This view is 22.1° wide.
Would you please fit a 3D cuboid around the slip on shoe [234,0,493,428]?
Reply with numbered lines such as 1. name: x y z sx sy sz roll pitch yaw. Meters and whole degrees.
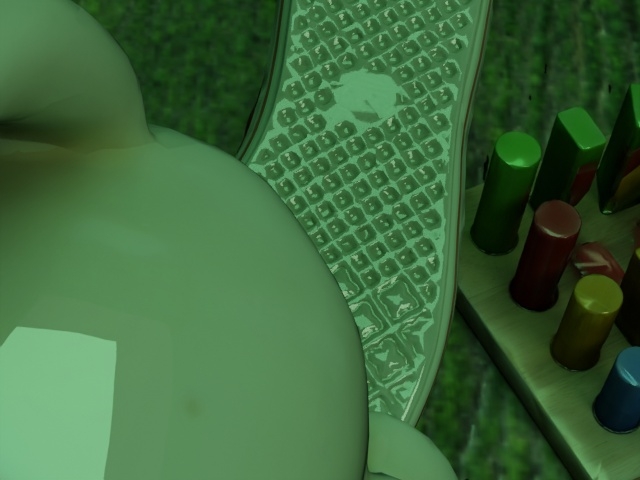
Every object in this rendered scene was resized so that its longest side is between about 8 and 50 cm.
1. slip on shoe: 0.000 0.000 0.701 0.123 0.101 0.331 15 67 2

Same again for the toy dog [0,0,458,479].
1. toy dog: -0.090 0.184 0.386 0.284 0.395 0.408 18 45 -4

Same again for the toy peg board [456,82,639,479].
1. toy peg board: 0.150 0.004 0.722 0.161 0.079 0.161 -21 59 -20
